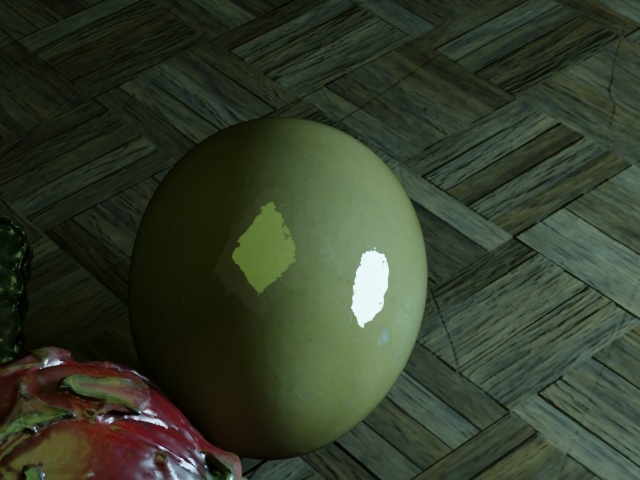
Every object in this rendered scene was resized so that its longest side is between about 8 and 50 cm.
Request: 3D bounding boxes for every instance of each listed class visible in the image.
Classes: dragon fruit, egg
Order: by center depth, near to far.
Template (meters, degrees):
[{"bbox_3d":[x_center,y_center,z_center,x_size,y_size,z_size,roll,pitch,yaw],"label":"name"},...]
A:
[{"bbox_3d":[-0.242,0.233,1.468,0.342,0.277,0.277,10,42,25],"label":"dragon fruit"},{"bbox_3d":[-0.043,0.048,1.637,0.301,0.301,0.374,0,52,7],"label":"egg"}]

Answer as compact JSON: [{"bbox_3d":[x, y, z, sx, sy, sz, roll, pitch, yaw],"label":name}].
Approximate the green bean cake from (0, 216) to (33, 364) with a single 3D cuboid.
[{"bbox_3d":[-0.425,0.092,1.660,0.255,0.132,0.241,3,80,-9],"label":"green bean cake"}]
